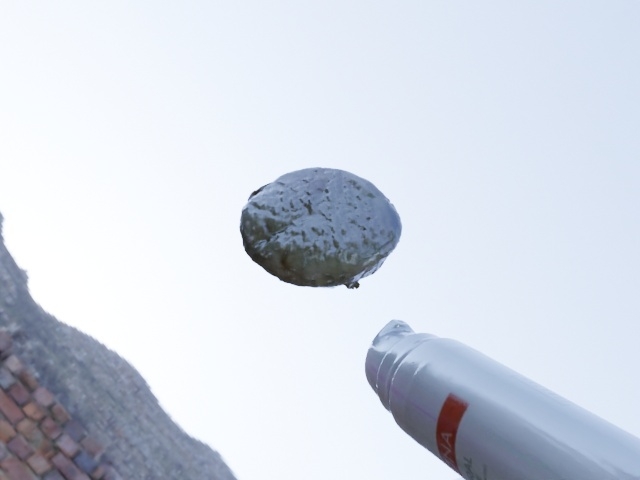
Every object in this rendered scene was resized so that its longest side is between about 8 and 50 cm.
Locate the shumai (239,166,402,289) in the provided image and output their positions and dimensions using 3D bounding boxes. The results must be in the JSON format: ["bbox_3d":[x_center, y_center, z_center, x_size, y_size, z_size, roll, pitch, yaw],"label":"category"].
[{"bbox_3d":[0.000,0.000,0.958,0.201,0.201,0.120,26,-37,23],"label":"shumai"}]

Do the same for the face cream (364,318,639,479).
[{"bbox_3d":[0.141,0.152,0.630,0.345,0.102,0.101,22,-45,63],"label":"face cream"}]

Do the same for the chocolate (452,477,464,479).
[{"bbox_3d":[0.206,0.418,1.096,0.254,0.080,0.156,117,-28,-70],"label":"chocolate"}]
